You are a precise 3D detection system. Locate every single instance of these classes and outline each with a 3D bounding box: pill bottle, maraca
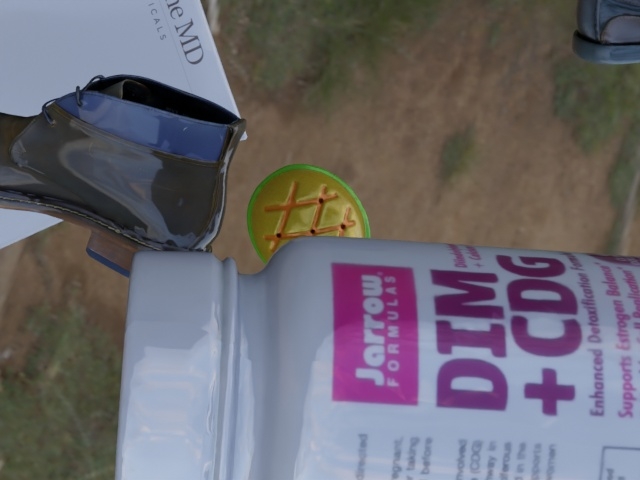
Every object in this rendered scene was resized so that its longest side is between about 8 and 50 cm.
[{"bbox_3d":[0.048,0.080,0.684,0.160,0.283,0.160,-177,-90,-84],"label":"pill bottle"},{"bbox_3d":[0.000,0.000,1.598,0.127,0.099,0.185,-41,99,3],"label":"maraca"}]

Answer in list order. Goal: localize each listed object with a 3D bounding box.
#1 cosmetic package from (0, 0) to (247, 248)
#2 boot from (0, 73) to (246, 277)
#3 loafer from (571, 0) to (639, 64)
[{"bbox_3d":[-0.261,-0.098,0.979,0.366,0.155,0.196,-26,117,-13],"label":"cosmetic package"},{"bbox_3d":[-0.147,-0.066,0.822,0.106,0.219,0.082,-63,-179,22],"label":"boot"},{"bbox_3d":[0.365,-0.225,1.354,0.268,0.096,0.084,-11,116,-16],"label":"loafer"}]
